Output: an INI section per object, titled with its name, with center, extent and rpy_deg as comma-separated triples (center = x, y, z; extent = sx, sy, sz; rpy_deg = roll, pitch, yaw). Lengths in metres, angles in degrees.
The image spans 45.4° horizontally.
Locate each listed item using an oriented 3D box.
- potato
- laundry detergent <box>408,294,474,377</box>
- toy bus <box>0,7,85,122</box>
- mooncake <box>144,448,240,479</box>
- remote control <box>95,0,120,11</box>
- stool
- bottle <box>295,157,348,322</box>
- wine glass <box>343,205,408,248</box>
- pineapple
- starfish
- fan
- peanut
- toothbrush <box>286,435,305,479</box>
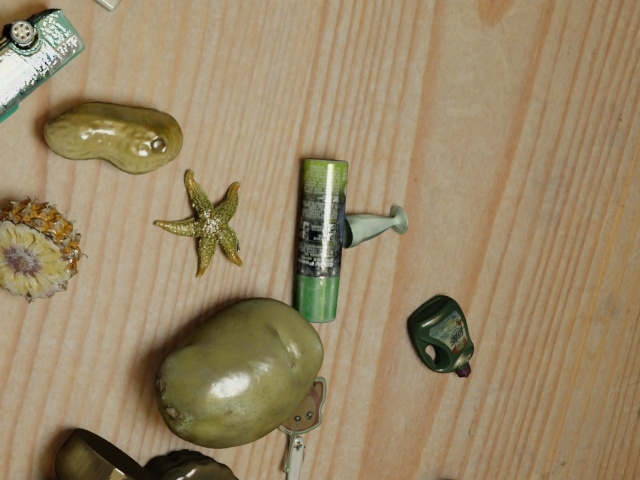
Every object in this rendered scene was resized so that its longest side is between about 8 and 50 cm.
[potato]
center = -0.153, 0.255, 1.447
extent = 0.326, 0.221, 0.243
rpy_deg = -38, 127, -31
[laundry detergent]
center = 0.294, 0.247, 1.800
extent = 0.144, 0.078, 0.222
rpy_deg = -34, 117, -19
[toy bus]
center = -0.503, -0.270, 1.219
extent = 0.262, 0.091, 0.109
rpy_deg = -45, 125, -14
[mooncake]
center = -0.266, 0.519, 1.489
extent = 0.228, 0.124, 0.228
rpy_deg = -9, 105, -35
[remote control]
center = -0.342, -0.492, 1.305
extent = 0.087, 0.029, 0.190
rpy_deg = 33, 82, -31
[stool]
center = -0.440, 0.490, 1.343
extent = 0.179, 0.179, 0.264
rpy_deg = 43, 77, -29
[bottle]
center = 0.000, 0.000, 1.565
extent = 0.093, 0.093, 0.330
rpy_deg = -1, 99, -31
[wine glass]
center = 0.110, -0.029, 1.640
extent = 0.155, 0.073, 0.073
rpy_deg = -10, 104, -32
[pineapple]
center = -0.470, -0.006, 1.278
extent = 0.161, 0.137, 0.176
rpy_deg = -24, 118, 22
[starfish]
center = -0.227, -0.030, 1.456
extent = 0.175, 0.053, 0.208
rpy_deg = -6, 96, -20
[fan]
center = -0.052, 0.389, 1.642
extent = 0.132, 0.009, 0.220
rpy_deg = 16, 83, -30
[peanut]
center = -0.351, -0.175, 1.313
extent = 0.236, 0.110, 0.120
rpy_deg = -1, 113, -29
[toothbrush]
center = -0.070, 0.633, 1.672
extent = 0.042, 0.040, 0.418
rpy_deg = 4, 97, -29
